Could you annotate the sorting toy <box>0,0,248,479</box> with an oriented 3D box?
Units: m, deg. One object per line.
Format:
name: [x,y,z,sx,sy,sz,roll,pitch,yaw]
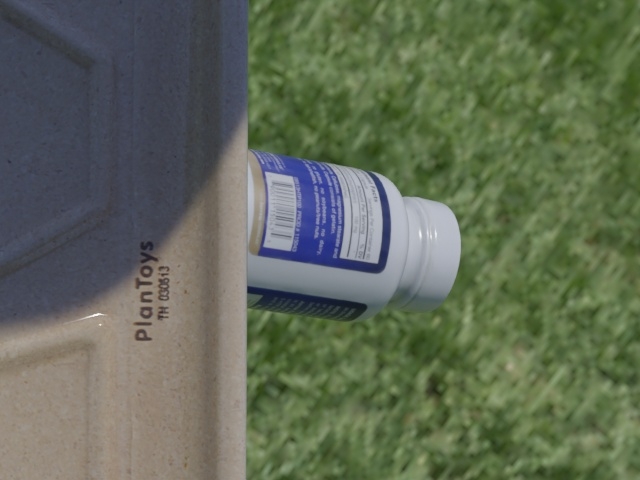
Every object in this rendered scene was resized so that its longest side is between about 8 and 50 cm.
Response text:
sorting toy: [-0.123,0.014,0.461,0.208,0.038,0.193,1,87,-12]

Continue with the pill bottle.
pill bottle: [0.000,0.000,1.352,0.186,0.112,0.112,10,41,-27]
